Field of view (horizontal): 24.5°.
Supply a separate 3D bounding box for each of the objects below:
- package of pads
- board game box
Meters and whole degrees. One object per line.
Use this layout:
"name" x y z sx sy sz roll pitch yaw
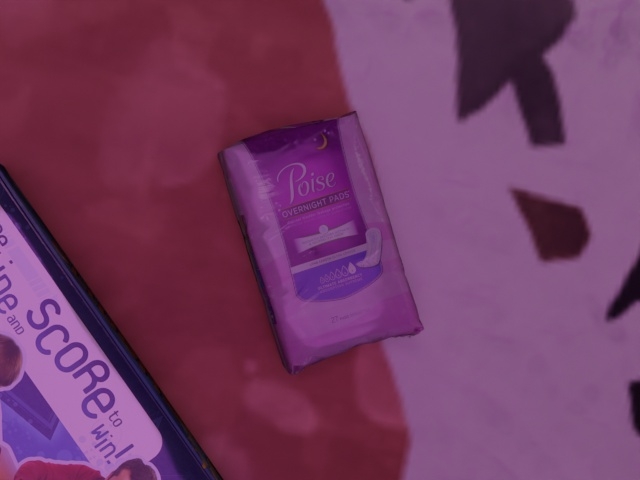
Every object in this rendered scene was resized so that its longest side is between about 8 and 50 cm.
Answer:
"package of pads" 0.000 0.000 0.510 0.050 0.032 0.083 -17 92 -10
"board game box" -0.106 0.093 0.494 0.136 0.035 0.201 -34 94 -6
